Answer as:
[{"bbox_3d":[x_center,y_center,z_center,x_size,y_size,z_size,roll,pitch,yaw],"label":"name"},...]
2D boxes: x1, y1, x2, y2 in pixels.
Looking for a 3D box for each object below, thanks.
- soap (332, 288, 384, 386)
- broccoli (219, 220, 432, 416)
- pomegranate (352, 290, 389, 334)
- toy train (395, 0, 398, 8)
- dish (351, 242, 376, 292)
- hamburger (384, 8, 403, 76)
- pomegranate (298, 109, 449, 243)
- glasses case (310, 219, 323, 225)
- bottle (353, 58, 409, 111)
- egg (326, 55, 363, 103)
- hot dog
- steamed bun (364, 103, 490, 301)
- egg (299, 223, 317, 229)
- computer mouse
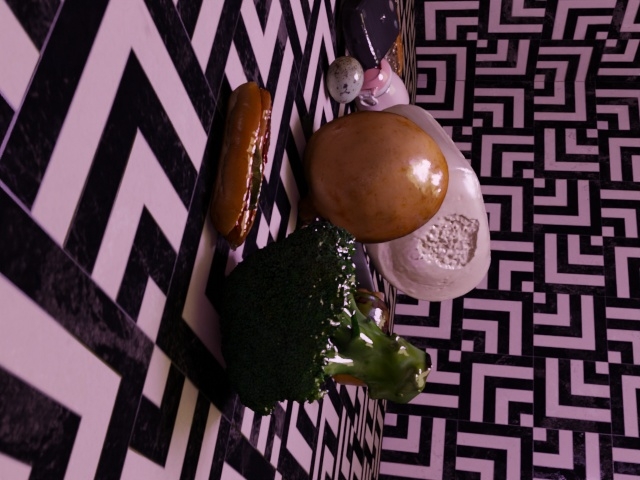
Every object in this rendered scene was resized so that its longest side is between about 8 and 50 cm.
[{"bbox_3d":[0.072,0.226,1.741,0.073,0.140,0.232,79,17,-49],"label":"soap"},{"bbox_3d":[-0.005,0.130,1.018,0.297,0.297,0.297,-55,-170,15],"label":"broccoli"},{"bbox_3d":[0.074,0.168,1.632,0.169,0.148,0.148,51,32,-25],"label":"pomegranate"},{"bbox_3d":[0.177,-0.677,2.194,0.137,0.090,0.225,35,58,-69],"label":"toy train"},{"bbox_3d":[0.087,0.075,1.869,0.243,0.080,0.182,73,3,-50],"label":"dish"},{"bbox_3d":[0.180,-0.566,2.072,0.131,0.124,0.262,-56,151,-38],"label":"hamburger"},{"bbox_3d":[0.110,-0.130,1.456,0.307,0.307,0.307,3,90,-79],"label":"pomegranate"},{"bbox_3d":[0.000,0.000,1.567,0.178,0.045,0.067,34,59,-77],"label":"glasses case"},{"bbox_3d":[0.147,-0.418,1.983,0.236,0.147,0.147,43,50,-65],"label":"bottle"},{"bbox_3d":[0.055,-0.361,1.649,0.085,0.085,0.110,-76,169,-45],"label":"egg"},{"bbox_3d":[-0.103,-0.099,0.986,0.092,0.062,0.236,62,33,-75],"label":"hot dog"},{"bbox_3d":[0.226,-0.086,1.845,0.371,0.290,0.456,-109,179,-49],"label":"steamed bun"},{"bbox_3d":[-0.016,0.040,1.320,0.116,0.118,0.140,-126,-133,-81],"label":"egg"},{"bbox_3d":[0.113,-0.544,1.838,0.170,0.100,0.269,64,34,-27],"label":"computer mouse"}]
